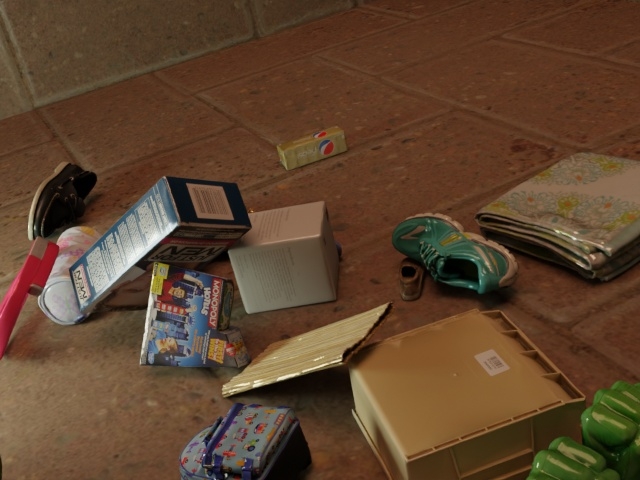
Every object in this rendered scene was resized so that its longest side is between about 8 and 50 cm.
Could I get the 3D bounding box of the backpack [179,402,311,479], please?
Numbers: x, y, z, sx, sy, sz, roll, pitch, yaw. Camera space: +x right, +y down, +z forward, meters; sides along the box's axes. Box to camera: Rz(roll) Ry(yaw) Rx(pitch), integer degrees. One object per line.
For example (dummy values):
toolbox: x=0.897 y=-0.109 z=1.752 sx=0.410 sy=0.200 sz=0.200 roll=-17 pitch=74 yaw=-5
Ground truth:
backpack: x=-0.121 y=0.308 z=1.167 sx=0.173 sy=0.116 sz=0.158 roll=0 pitch=29 yaw=29

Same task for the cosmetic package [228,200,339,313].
cosmetic package: x=-0.067 y=0.031 z=1.622 sx=0.184 sy=0.151 sz=0.151 roll=-9 pitch=28 yaw=9

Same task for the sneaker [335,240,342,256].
sneaker: x=0.000 y=0.000 z=1.762 sx=0.059 sy=0.053 sz=0.144 roll=-30 pitch=33 yaw=-33

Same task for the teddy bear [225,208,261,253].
teddy bear: x=-0.284 y=-0.017 z=1.853 sx=0.338 sy=0.113 sz=0.245 roll=-3 pitch=27 yaw=18

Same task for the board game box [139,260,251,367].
board game box: x=-0.211 y=0.148 z=1.462 sx=0.194 sy=0.194 sz=0.060 roll=13 pitch=8 yaw=18

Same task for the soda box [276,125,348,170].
soda box: x=-0.022 y=-0.251 z=2.231 sx=0.181 sy=0.061 sz=0.058 roll=-20 pitch=29 yaw=-13

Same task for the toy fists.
toy fists: x=0.334 y=0.280 z=0.997 sx=0.279 sy=0.142 sz=0.096 roll=-32 pitch=33 yaw=-31

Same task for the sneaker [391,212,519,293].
sneaker: x=0.233 y=0.024 z=1.532 sx=0.110 sy=0.107 sz=0.275 roll=-22 pitch=31 yaw=-37

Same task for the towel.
towel: x=0.538 y=-0.069 z=1.625 sx=0.375 sy=0.090 sz=0.321 roll=-28 pitch=32 yaw=-27

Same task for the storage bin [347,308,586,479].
storage bin: x=0.197 y=0.234 z=1.165 sx=0.260 sy=0.123 sz=0.262 roll=-17 pitch=27 yaw=-9

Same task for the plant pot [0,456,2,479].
plant pot: x=-0.634 y=0.347 z=1.196 sx=0.294 sy=0.274 sz=0.274 roll=8 pitch=30 yaw=4

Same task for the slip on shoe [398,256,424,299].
slip on shoe: x=0.171 y=0.062 z=1.583 sx=0.052 sy=0.041 sz=0.135 roll=-6 pitch=28 yaw=13

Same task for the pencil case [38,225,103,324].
pencil case: x=-0.530 y=0.069 z=1.786 sx=0.124 sy=0.113 sz=0.273 roll=-33 pitch=26 yaw=6

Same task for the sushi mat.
sushi mat: x=-0.025 y=0.178 z=1.325 sx=0.317 sy=0.019 sz=0.151 roll=-25 pitch=11 yaw=45

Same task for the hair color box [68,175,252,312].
hair color box: x=-0.307 y=0.016 z=1.554 sx=0.174 sy=0.105 sz=0.347 roll=2 pitch=-30 yaw=-47

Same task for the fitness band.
fitness band: x=-0.606 y=0.113 z=1.668 sx=0.054 sy=0.209 sz=0.290 roll=28 pitch=28 yaw=-18

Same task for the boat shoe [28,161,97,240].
boat shoe: x=-0.670 y=-0.101 z=2.169 sx=0.113 sy=0.127 sz=0.340 roll=11 pitch=25 yaw=-4
